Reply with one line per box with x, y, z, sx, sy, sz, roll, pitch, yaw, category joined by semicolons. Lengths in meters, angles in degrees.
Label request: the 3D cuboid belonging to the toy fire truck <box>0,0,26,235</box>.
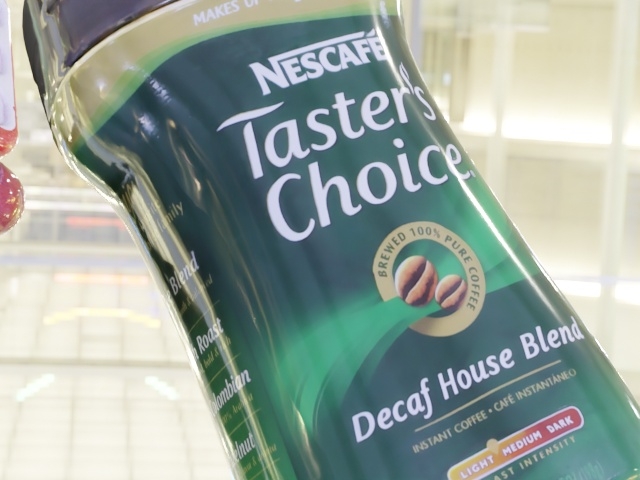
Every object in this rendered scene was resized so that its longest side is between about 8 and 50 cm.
-0.277;-0.119;0.931;0.254;0.169;0.302;36;-155;-40;toy fire truck

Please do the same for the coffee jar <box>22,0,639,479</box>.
0.000;0.000;0.381;0.096;0.184;0.079;-24;167;-21;coffee jar
